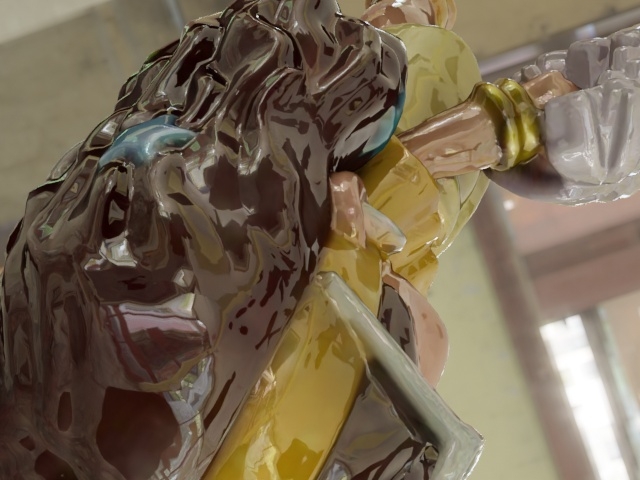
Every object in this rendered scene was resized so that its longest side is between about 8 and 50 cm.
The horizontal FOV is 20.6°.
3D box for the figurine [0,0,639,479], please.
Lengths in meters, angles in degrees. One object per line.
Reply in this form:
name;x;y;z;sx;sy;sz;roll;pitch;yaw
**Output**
figurine;-0.001;0.000;0.427;0.116;0.175;0.240;40;29;2
